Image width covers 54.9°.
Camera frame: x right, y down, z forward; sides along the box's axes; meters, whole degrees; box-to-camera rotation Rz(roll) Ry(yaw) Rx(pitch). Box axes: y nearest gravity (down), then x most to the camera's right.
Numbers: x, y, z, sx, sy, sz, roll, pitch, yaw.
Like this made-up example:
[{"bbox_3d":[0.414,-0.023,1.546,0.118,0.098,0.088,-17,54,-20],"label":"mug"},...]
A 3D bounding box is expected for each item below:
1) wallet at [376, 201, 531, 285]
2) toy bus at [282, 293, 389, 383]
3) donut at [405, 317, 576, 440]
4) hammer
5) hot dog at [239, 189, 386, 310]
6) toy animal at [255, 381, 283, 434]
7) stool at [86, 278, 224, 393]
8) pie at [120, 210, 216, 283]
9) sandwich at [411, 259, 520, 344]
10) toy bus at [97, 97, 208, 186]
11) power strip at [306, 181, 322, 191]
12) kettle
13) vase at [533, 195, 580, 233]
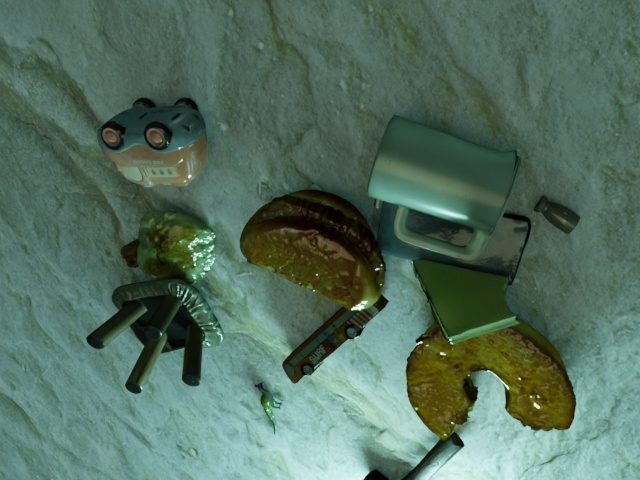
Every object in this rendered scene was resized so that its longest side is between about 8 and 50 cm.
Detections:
[{"bbox_3d":[0.337,-0.009,1.603,0.379,0.046,0.190,14,117,13],"label":"wallet"},{"bbox_3d":[0.036,0.284,1.820,0.092,0.093,0.409,47,119,3],"label":"toy bus"},{"bbox_3d":[0.452,0.346,1.670,0.435,0.163,0.377,-7,111,24],"label":"donut"},{"bbox_3d":[0.322,0.740,1.953,0.242,0.095,0.409,34,115,1],"label":"hammer"},{"bbox_3d":[-0.001,0.001,1.608,0.405,0.185,0.223,25,120,5],"label":"hot dog"},{"bbox_3d":[-0.153,0.562,2.046,0.075,0.041,0.217,-7,116,23],"label":"toy animal"},{"bbox_3d":[-0.501,0.299,1.905,0.310,0.226,0.310,-12,126,23],"label":"stool"},{"bbox_3d":[-0.447,0.026,1.869,0.257,0.105,0.274,32,124,-15],"label":"pie"},{"bbox_3d":[0.375,0.130,1.571,0.212,0.245,0.063,-16,143,-5],"label":"sandwich"},{"bbox_3d":[-0.442,-0.255,1.685,0.288,0.194,0.232,1,127,18],"label":"toy bus"},{"bbox_3d":[-0.007,-0.069,1.701,0.048,0.030,0.191,-2,113,21],"label":"power strip"},{"bbox_3d":[0.279,-0.128,1.456,0.318,0.265,0.205,19,162,6],"label":"kettle"},{"bbox_3d":[0.571,-0.064,1.493,0.101,0.053,0.053,34,120,5],"label":"vase"}]
